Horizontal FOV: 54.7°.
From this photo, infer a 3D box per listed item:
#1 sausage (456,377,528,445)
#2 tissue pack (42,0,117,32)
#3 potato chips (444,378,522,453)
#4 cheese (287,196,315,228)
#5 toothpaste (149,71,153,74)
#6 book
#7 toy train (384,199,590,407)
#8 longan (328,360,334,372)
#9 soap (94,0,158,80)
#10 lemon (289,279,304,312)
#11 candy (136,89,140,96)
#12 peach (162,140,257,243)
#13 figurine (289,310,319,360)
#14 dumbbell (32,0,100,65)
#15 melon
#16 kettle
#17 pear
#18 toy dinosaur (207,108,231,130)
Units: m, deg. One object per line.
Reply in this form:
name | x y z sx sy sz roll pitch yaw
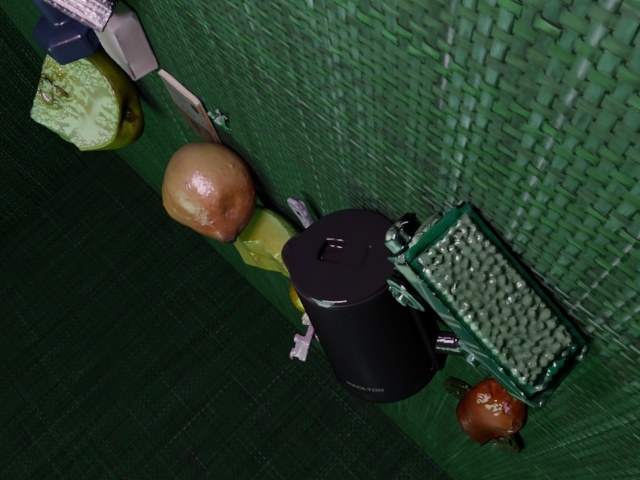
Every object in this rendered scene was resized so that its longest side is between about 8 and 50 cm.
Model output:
sausage | 0.301 0.302 1.104 0.102 0.102 0.330 42 168 18
tissue pack | -0.437 -0.431 0.982 0.235 0.073 0.173 27 -159 -27
potato chips | 0.355 0.386 1.349 0.220 0.029 0.202 48 165 0
cheese | 0.001 -0.001 1.231 0.127 0.050 0.235 35 165 45
toothpaste | -0.441 -0.420 1.401 0.204 0.031 0.049 34 165 37
book | -0.277 -0.274 1.354 0.138 0.016 0.198 41 167 22
toy train | 0.183 0.080 0.740 0.269 0.115 0.154 48 173 -6
longan | 0.102 0.212 1.261 0.167 0.187 0.167 57 180 1
soap | -0.397 -0.408 1.218 0.121 0.064 0.183 44 167 12
lemon | -0.025 0.142 1.639 0.133 0.109 0.109 35 164 21
candy | -0.524 -0.421 1.694 0.083 0.020 0.030 38 174 17
peach | -0.238 -0.095 1.346 0.232 0.232 0.232 43 167 12
figurine | 0.070 0.225 1.402 0.257 0.144 0.182 19 -161 0
dumbbell | -0.580 -0.522 1.274 0.160 0.144 0.325 41 168 28
melon | -0.084 0.021 1.422 0.323 0.124 0.196 24 157 47
kettle | 0.095 0.123 0.983 0.262 0.203 0.308 39 163 38
pear | -0.582 -0.375 1.629 0.282 0.286 0.176 32 -148 0
toy dinosaur | -0.190 -0.229 1.205 0.083 0.021 0.062 40 174 43
